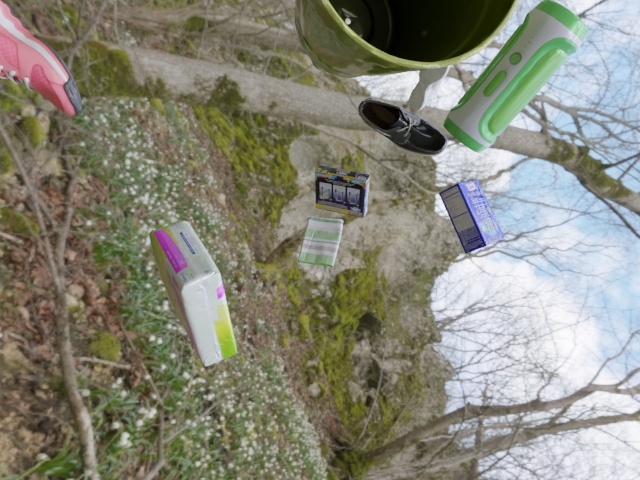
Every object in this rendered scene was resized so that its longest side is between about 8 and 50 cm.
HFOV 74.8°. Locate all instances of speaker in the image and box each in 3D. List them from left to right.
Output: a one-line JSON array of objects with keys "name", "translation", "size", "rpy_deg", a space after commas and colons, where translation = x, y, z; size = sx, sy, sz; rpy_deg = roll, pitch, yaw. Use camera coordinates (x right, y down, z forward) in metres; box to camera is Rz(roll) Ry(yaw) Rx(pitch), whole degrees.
[{"name": "speaker", "translation": [0.400, -0.335, 0.885], "size": [0.296, 0.131, 0.131], "rpy_deg": [-53, -144, 29]}]

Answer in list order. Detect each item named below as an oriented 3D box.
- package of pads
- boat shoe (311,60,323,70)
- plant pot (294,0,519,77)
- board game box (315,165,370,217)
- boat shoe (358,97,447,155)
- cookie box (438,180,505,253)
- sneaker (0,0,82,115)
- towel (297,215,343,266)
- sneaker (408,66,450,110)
[{"name": "package of pads", "translation": [-0.302, 0.125, 0.998], "size": [0.229, 0.101, 0.297], "rpy_deg": [45, -33, 39]}, {"name": "boat shoe", "translation": [0.119, -0.516, 1.145], "size": [0.089, 0.285, 0.105], "rpy_deg": [-149, -133, -75]}, {"name": "plant pot", "translation": [0.100, -0.459, 0.760], "size": [0.353, 0.366, 0.367], "rpy_deg": [-153, -108, -73]}, {"name": "board game box", "translation": [0.069, -0.156, 1.345], "size": [0.048, 0.170, 0.141], "rpy_deg": [-59, 157, -45]}, {"name": "boat shoe", "translation": [0.195, -0.270, 1.004], "size": [0.084, 0.233, 0.079], "rpy_deg": [-62, 174, 11]}, {"name": "cookie box", "translation": [0.247, -0.041, 0.683], "size": [0.040, 0.091, 0.107], "rpy_deg": [-28, -100, 40]}, {"name": "sneaker", "translation": [-0.589, -0.341, 0.768], "size": [0.136, 0.314, 0.116], "rpy_deg": [-49, -160, -22]}, {"name": "towel", "translation": [0.000, 0.000, 1.231], "size": [0.023, 0.113, 0.152], "rpy_deg": [66, 34, -59]}, {"name": "sneaker", "translation": [0.354, -0.511, 1.310], "size": [0.080, 0.094, 0.212], "rpy_deg": [47, -35, 12]}]
